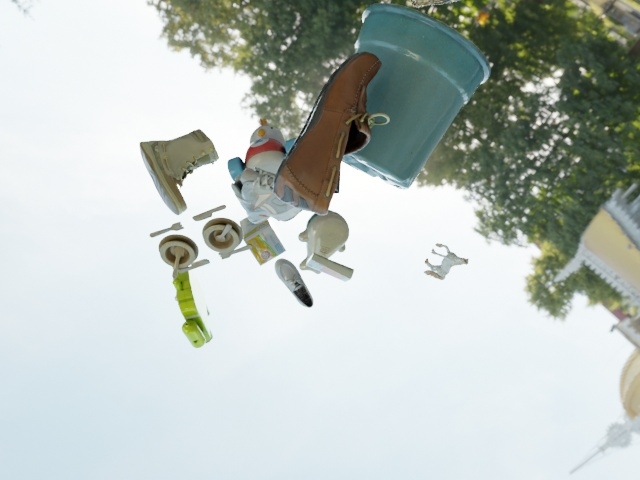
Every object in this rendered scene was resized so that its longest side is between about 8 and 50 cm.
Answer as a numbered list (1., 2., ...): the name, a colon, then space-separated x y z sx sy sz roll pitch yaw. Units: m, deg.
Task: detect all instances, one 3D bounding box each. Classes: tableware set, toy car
1. tableware set: -0.255 0.013 1.150 0.039 0.194 0.128 -92 -22 -51
2. toy car: -0.165 -0.285 1.662 0.210 0.219 0.238 59 -165 -64

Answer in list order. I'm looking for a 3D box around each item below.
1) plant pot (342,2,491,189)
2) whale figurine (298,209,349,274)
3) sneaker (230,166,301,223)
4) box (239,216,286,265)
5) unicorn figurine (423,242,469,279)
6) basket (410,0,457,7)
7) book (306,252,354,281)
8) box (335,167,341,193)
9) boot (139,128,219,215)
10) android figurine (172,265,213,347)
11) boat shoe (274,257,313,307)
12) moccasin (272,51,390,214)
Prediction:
1. plant pot: 0.180 -0.324 1.324 0.341 0.334 0.341 27 -178 -1
2. whale figurine: 0.000 0.000 2.189 0.216 0.272 0.141 13 -157 -26
3. sneaker: -0.112 -0.109 1.183 0.121 0.262 0.099 50 -123 -23
4. box: -0.199 -0.016 1.856 0.114 0.103 0.203 59 180 -23
5. unicorn figurine: 0.378 0.063 1.635 0.111 0.162 0.060 33 -123 12
6. basket: 0.319 -0.612 1.111 0.299 0.214 0.223 -7 -160 11
7. book: 0.029 0.092 1.778 0.144 0.096 0.035 24 -109 -6
8. box: -0.060 -0.268 2.026 0.261 0.185 0.103 -1 167 18
9. boot: -0.380 -0.204 1.560 0.203 0.095 0.262 -21 -119 -24
10. android figurine: -0.354 0.163 1.491 0.056 0.273 0.248 -15 -128 -4
11. boat shoe: -0.078 0.135 1.676 0.184 0.066 0.063 64 165 -22
12. moccasin: 0.044 -0.217 1.067 0.146 0.139 0.380 26 -121 -2
